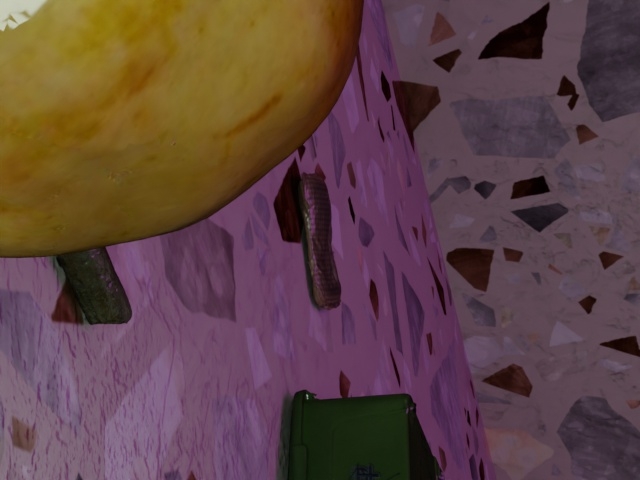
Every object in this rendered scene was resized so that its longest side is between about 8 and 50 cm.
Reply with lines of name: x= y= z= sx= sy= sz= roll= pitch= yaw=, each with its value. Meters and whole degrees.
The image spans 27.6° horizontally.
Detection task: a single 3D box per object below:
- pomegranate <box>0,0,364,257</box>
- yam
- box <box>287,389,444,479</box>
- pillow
pomegranate: x=-0.170 y=-0.194 z=0.720 sx=0.411 sy=0.412 sz=0.411 roll=-10 pitch=90 yaw=-77
yam: x=-0.194 y=0.032 z=1.113 sx=0.043 sy=0.043 sz=0.094 roll=-79 pitch=156 yaw=-57
box: x=0.066 y=0.368 z=1.658 sx=0.252 sy=0.178 sz=0.328 roll=69 pitch=17 yaw=-44
pillow: x=0.001 y=0.001 z=1.975 sx=0.135 sy=0.034 sz=0.211 roll=-5 pitch=87 yaw=-78
